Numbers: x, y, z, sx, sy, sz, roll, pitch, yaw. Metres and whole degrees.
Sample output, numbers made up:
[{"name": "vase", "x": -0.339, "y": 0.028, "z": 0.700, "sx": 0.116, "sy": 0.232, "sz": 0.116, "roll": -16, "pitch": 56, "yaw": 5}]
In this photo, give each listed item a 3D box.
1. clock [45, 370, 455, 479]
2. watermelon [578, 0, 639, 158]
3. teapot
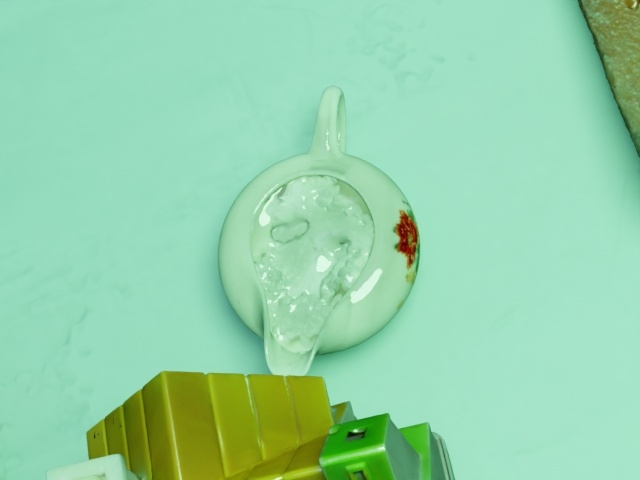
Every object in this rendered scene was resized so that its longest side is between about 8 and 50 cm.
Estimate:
[{"name": "clock", "x": -0.042, "y": 0.183, "z": 1.001, "sx": 0.235, "sy": 0.309, "sz": 0.166, "roll": -14, "pitch": 69, "yaw": 8}, {"name": "watermelon", "x": 0.264, "y": -0.159, "z": 1.159, "sx": 0.193, "sy": 0.140, "sz": 0.257, "roll": -34, "pitch": 59, "yaw": 5}, {"name": "teapot", "x": 0.000, "y": 0.000, "z": 1.170, "sx": 0.145, "sy": 0.092, "sz": 0.226, "roll": 1, "pitch": 71, "yaw": 10}]
